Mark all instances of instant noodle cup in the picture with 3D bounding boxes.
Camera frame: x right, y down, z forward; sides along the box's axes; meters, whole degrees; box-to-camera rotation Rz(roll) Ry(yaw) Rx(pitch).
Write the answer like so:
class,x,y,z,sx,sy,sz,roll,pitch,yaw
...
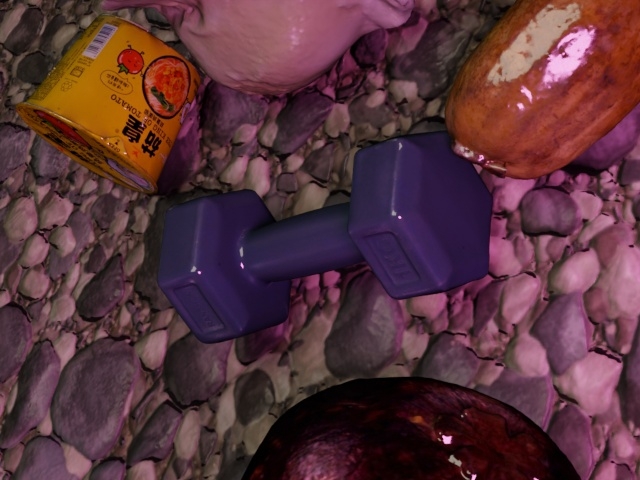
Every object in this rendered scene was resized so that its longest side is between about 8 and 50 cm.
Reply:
class,x,y,z,sx,sy,sz,roll,pitch,yaw
instant noodle cup,-0.226,-0.159,1.614,0.182,0.182,0.144,18,73,46

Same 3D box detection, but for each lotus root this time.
class,x,y,z,sx,sy,sz,roll,pitch,yaw
lotus root,0.214,-0.159,1.218,0.260,0.145,0.128,-48,53,12

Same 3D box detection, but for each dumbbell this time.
class,x,y,z,sx,sy,sz,roll,pitch,yaw
dumbbell,0.001,0.000,1.336,0.316,0.156,0.144,-15,89,37

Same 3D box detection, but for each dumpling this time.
class,x,y,z,sx,sy,sz,roll,pitch,yaw
dumpling,-0.060,-0.248,1.490,0.320,0.212,0.270,-31,14,39

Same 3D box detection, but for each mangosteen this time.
class,x,y,z,sx,sy,sz,roll,pitch,yaw
mangosteen,0.058,0.246,1.061,0.293,0.297,0.297,-41,45,41
